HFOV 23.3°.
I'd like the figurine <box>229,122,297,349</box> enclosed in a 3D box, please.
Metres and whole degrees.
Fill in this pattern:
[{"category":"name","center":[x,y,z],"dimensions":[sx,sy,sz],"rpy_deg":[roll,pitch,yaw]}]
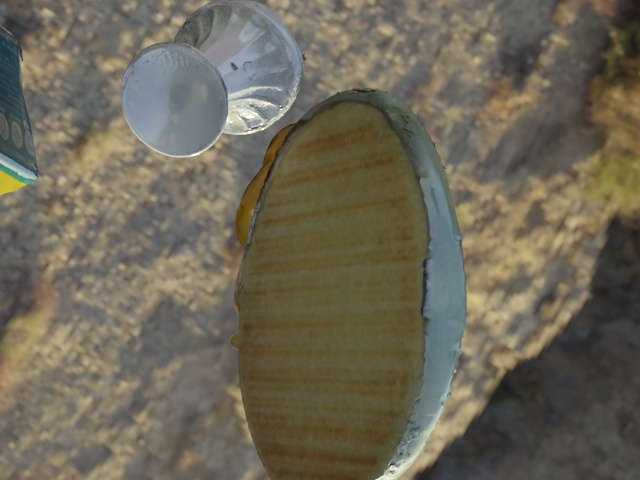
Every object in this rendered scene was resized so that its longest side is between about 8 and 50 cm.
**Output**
[{"category":"figurine","center":[-0.006,0.006,1.542],"dimensions":[0.215,0.215,0.228],"rpy_deg":[-3,125,-56]}]

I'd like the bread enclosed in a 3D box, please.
[{"category":"bread","center":[0.016,0.038,0.966],"dimensions":[0.040,0.267,0.267],"rpy_deg":[6,114,-28]}]

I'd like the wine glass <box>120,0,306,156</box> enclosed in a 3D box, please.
[{"category":"wine glass","center":[-0.123,-0.178,1.749],"dimensions":[0.196,0.165,0.165],"rpy_deg":[-48,155,-63]}]

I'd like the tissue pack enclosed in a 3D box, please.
[{"category":"tissue pack","center":[-0.406,-0.157,1.591],"dimensions":[0.271,0.134,0.192],"rpy_deg":[43,34,-71]}]
